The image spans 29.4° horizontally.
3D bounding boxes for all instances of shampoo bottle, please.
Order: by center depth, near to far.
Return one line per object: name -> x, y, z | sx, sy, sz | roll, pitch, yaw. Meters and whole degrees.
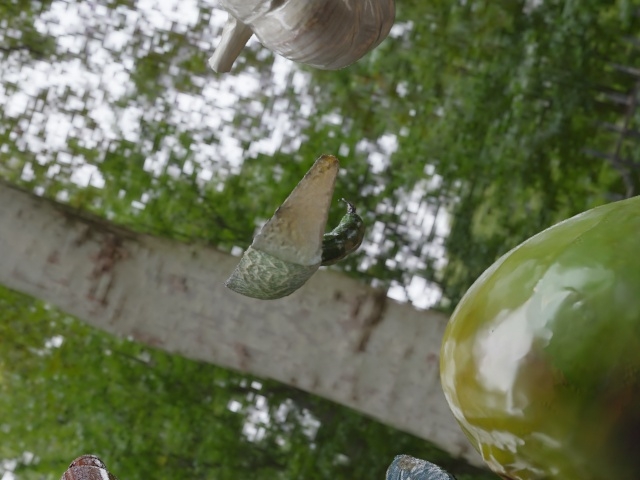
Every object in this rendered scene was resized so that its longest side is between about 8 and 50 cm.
shampoo bottle -> -0.311, 0.372, 1.715 | 0.064, 0.102, 0.260 | -66, 20, 1

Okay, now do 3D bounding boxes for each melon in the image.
melon -> -0.039, 0.008, 0.959 | 0.182, 0.054, 0.098 | -49, 17, 59

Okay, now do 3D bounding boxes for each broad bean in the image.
broad bean -> 0.005, 0.003, 1.507 | 0.227, 0.069, 0.039 | -36, -26, -60

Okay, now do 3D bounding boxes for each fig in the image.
fig -> 0.204, 0.083, 0.851 | 0.230, 0.207, 0.207 | -33, -22, -2

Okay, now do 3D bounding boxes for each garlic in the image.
garlic -> -0.048, -0.262, 1.318 | 0.212, 0.218, 0.218 | -33, 5, 32

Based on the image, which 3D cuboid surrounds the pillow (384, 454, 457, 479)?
pillow -> 0.023, 0.264, 0.805 | 0.189, 0.034, 0.256 | 140, 156, -86
